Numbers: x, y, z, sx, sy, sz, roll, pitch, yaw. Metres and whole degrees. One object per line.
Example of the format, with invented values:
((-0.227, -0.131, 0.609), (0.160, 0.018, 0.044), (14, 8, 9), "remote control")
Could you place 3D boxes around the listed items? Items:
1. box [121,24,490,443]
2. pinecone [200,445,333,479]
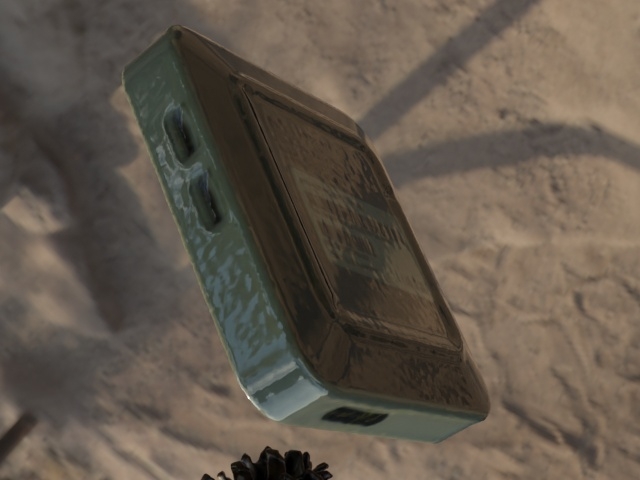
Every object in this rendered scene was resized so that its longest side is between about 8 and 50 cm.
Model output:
((0.000, 0.000, 1.164), (0.090, 0.367, 0.373), (-32, 65, 21), "box")
((-0.088, 0.371, 1.493), (0.246, 0.292, 0.246), (31, 157, 15), "pinecone")
